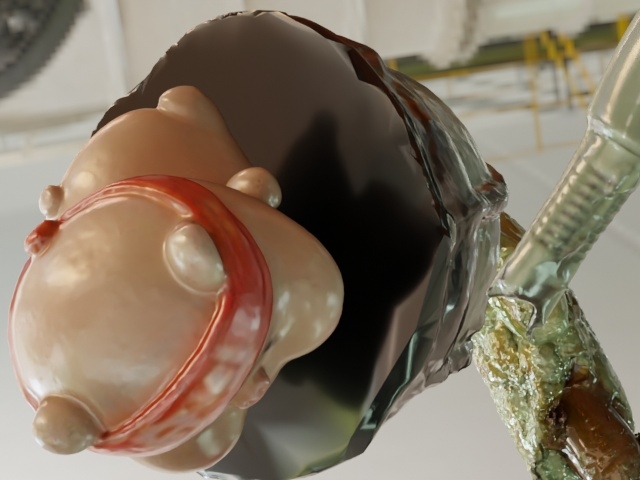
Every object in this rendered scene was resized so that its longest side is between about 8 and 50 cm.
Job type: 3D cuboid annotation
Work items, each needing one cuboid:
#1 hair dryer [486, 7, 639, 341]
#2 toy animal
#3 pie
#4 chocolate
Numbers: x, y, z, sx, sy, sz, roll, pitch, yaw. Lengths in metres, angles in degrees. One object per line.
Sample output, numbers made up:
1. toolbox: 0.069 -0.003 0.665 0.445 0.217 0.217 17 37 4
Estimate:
1. hair dryer: 0.130 -0.127 0.599 0.267 0.092 0.229 -47 -157 31
2. toy animal: -0.081 0.025 1.001 0.171 0.171 0.198 -9 -153 0
3. pie: 0.172 0.091 1.623 0.105 0.274 0.257 -28 -171 -5
4. chocolate: 0.000 0.000 1.188 0.283 0.284 0.186 1 -179 36
